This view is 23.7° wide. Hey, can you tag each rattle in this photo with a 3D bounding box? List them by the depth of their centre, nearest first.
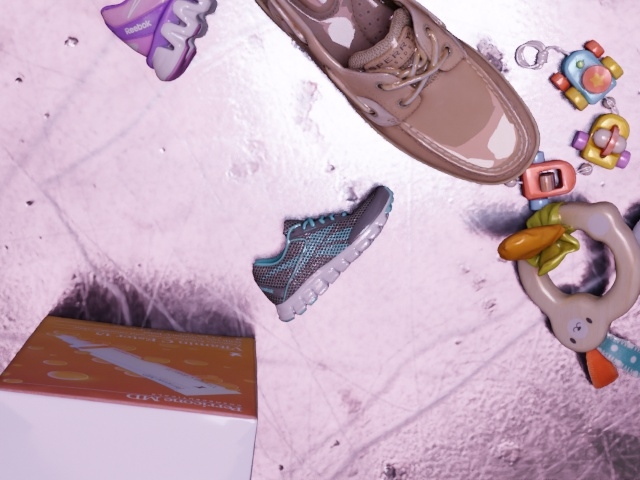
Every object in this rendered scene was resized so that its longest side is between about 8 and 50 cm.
[{"bbox_3d":[0.245,0.070,1.452,0.130,0.143,0.199,-5,103,13],"label":"rattle"}]

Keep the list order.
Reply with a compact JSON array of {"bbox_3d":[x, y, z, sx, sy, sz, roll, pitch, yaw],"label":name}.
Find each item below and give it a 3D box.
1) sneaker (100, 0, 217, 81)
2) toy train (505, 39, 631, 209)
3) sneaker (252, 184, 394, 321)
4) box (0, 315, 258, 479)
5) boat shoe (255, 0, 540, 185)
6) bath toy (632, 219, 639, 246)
[{"bbox_3d":[-0.130,-0.272,1.425,0.104,0.095,0.236,28,96,2],"label":"sneaker"},{"bbox_3d":[0.241,-0.113,1.481,0.125,0.046,0.166,-4,97,-3],"label":"toy train"},{"bbox_3d":[0.000,0.000,1.477,0.076,0.065,0.166,45,91,-3],"label":"sneaker"},{"bbox_3d":[-0.169,0.185,1.347,0.215,0.345,0.168,7,97,-4],"label":"box"},{"bbox_3d":[0.064,-0.168,1.429,0.341,0.110,0.121,37,95,-4],"label":"boat shoe"},{"bbox_3d":[0.460,0.075,1.474,0.348,0.129,0.151,33,94,-5],"label":"bath toy"}]
